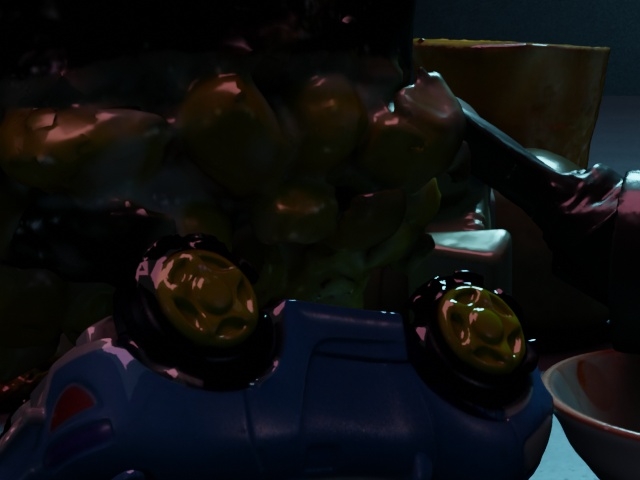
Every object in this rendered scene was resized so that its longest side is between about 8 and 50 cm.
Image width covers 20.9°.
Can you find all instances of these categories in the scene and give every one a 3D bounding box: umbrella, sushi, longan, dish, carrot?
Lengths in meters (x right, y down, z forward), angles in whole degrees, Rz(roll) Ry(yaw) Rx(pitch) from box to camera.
[{"bbox_3d":[0.213,0.016,1.140,0.340,0.118,0.118,34,9,-5],"label":"umbrella"},{"bbox_3d":[-0.110,-0.058,0.982,0.328,0.285,0.328,12,-27,-41],"label":"sushi"},{"bbox_3d":[0.193,0.006,1.503,0.187,0.167,0.167,11,1,-30],"label":"longan"},{"bbox_3d":[0.251,0.126,0.966,0.260,0.085,0.260,2,8,0],"label":"dish"},{"bbox_3d":[0.172,-0.066,1.648,0.196,0.254,0.196,1,10,0],"label":"carrot"}]

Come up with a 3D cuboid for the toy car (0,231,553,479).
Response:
[{"bbox_3d":[-0.015,0.119,0.886,0.314,0.166,0.198,9,-34,-31],"label":"toy car"}]

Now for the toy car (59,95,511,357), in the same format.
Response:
[{"bbox_3d":[-0.036,0.034,1.244,0.336,0.242,0.226,-3,30,0],"label":"toy car"}]

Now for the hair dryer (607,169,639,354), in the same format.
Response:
[{"bbox_3d":[0.302,-0.072,0.997,0.244,0.303,0.116,4,1,16],"label":"hair dryer"}]

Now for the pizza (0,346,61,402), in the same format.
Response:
[{"bbox_3d":[-0.216,0.094,1.432,0.246,0.058,0.127,-15,-2,-10],"label":"pizza"}]
